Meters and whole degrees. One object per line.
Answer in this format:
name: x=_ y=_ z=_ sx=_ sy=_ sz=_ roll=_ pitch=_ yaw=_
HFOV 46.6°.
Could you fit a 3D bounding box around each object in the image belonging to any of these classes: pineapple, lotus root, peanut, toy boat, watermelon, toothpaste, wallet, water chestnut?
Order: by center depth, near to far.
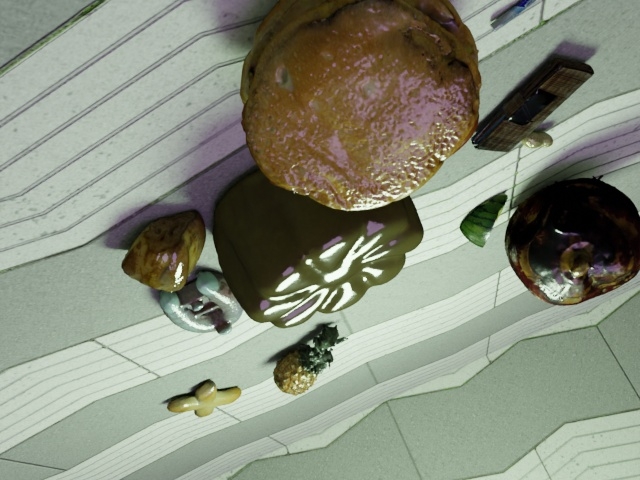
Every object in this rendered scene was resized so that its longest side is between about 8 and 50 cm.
toothpaste: x=0.297 y=-0.349 z=1.132 sx=0.083 sy=0.015 sz=0.024 roll=-37 pitch=153 yaw=13
lotus root: x=-0.260 y=0.024 z=1.291 sx=0.159 sy=0.095 sz=0.135 roll=-18 pitch=152 yaw=-28
wallet: x=0.395 y=-0.249 z=1.395 sx=0.124 sy=0.042 sz=0.230 roll=-5 pitch=151 yaw=-42
peanut: x=0.448 y=-0.209 z=1.533 sx=0.083 sy=0.037 sz=0.037 roll=-6 pitch=151 yaw=-28
toy boat: x=-0.239 y=0.146 z=1.564 sx=0.155 sy=0.085 sz=0.227 roll=-27 pitch=156 yaw=4
watermelon: x=0.386 y=-0.045 z=1.818 sx=0.181 sy=0.075 sz=0.092 roll=101 pitch=14 yaw=-63
water chestnut: x=0.618 y=-0.001 z=1.843 sx=0.335 sy=0.335 sz=0.347 roll=-24 pitch=-174 yaw=-1
pineapple: x=-0.030 y=0.339 z=2.122 sx=0.128 sy=0.128 sz=0.248 roll=4 pitch=139 yaw=-47

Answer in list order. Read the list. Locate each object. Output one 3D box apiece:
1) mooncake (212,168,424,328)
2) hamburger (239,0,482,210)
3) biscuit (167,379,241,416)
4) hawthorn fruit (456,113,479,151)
mooncake: x=0.000 y=0.000 z=1.346 sx=0.378 sy=0.201 sz=0.378 roll=-21 pitch=157 yaw=-9
hamburger: x=0.050 y=-0.196 z=0.945 sx=0.290 sy=0.170 sz=0.314 roll=27 pitch=123 yaw=-23
biscuit: x=-0.340 y=0.472 z=2.190 sx=0.164 sy=0.047 sz=0.208 roll=-27 pitch=156 yaw=9
hawthorn fruit: x=0.142 y=-0.183 z=1.133 sx=0.169 sy=0.169 sz=0.188 roll=9 pitch=128 yaw=-51
